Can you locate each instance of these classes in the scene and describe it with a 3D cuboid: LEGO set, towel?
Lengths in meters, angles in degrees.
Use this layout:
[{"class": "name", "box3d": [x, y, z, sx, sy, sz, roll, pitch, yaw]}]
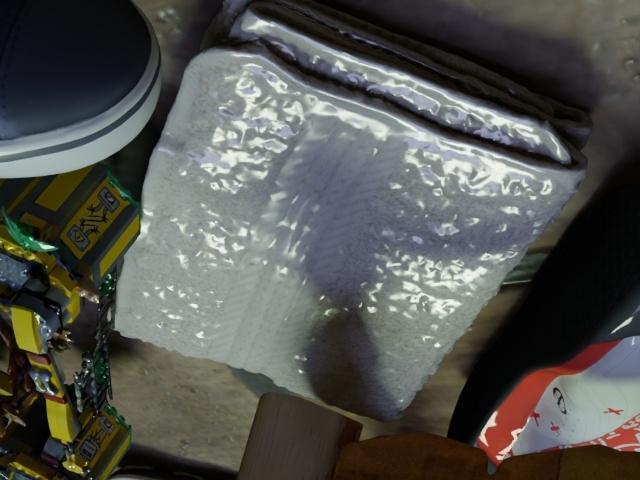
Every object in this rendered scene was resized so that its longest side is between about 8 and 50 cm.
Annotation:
[{"class": "LEGO set", "box3d": [-0.235, 0.079, 0.705, 0.255, 0.192, 0.331, 30, 143, 4]}, {"class": "towel", "box3d": [0.000, 0.000, 0.678, 0.187, 0.049, 0.282, 20, 142, -4]}]

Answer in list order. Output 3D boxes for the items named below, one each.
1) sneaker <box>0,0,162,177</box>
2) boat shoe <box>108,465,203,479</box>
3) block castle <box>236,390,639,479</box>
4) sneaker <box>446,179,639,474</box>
[{"class": "sneaker", "box3d": [-0.220, -0.125, 0.538, 0.321, 0.126, 0.127, 17, 148, 1]}, {"class": "boat shoe", "box3d": [-0.095, 0.190, 0.953, 0.125, 0.038, 0.046, 10, 100, -1]}, {"class": "block castle", "box3d": [0.121, 0.264, 0.727, 0.303, 0.213, 0.453, 6, 157, 25]}, {"class": "sneaker", "box3d": [0.172, 0.071, 0.675, 0.145, 0.090, 0.270, 19, 145, -5]}]
